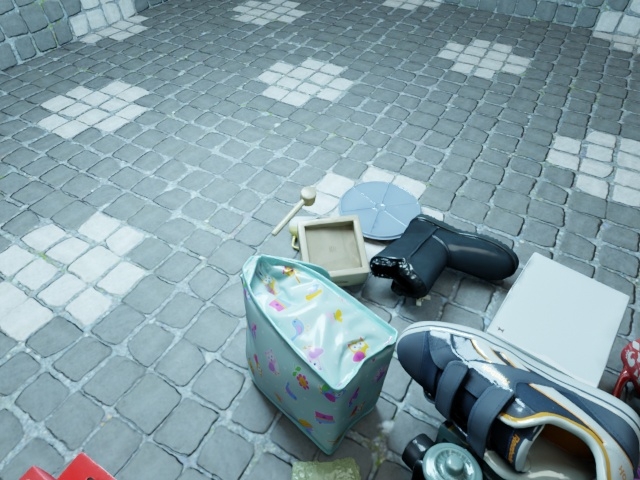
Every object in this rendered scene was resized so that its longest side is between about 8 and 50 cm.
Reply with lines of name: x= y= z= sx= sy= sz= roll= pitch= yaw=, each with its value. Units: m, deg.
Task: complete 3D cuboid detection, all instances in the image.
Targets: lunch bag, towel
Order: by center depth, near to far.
towel: x=0.008 y=0.391 z=0.605 sx=0.110 sy=0.027 sz=0.148 roll=-3 pitch=48 yaw=-1
lunch bag: x=-0.028 y=0.165 z=0.683 sx=0.160 sy=0.223 sz=0.262 roll=-32 pitch=53 yaw=-33

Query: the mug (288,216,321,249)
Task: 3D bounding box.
mug: x=-0.040 y=-0.024 z=0.972 sx=0.064 sy=0.062 sz=0.078 roll=10 pitch=40 yaw=20

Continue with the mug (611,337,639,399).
mug: x=0.549 y=0.244 z=0.682 sx=0.151 sy=0.113 sz=0.169 roll=1 pitch=39 yaw=7

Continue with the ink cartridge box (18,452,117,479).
ink cartridge box: x=-0.382 y=0.403 z=0.559 sx=0.134 sy=0.077 sz=0.231 roll=24 pitch=51 yaw=21

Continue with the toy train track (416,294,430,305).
toy train track: x=0.205 y=0.098 z=0.887 sx=0.048 sy=0.014 sz=0.083 roll=7 pitch=47 yaw=6

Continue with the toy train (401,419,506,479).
toy train: x=0.268 y=0.361 z=0.547 sx=0.191 sy=0.142 sz=0.334 roll=-18 pitch=35 yaw=-33

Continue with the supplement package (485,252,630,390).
supplement package: x=0.349 y=0.172 z=0.689 sx=0.149 sy=0.203 sz=0.194 roll=30 pitch=54 yaw=25

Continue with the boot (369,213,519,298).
boot: x=0.245 y=0.055 z=0.855 sx=0.247 sy=0.094 sz=0.207 roll=27 pitch=46 yaw=22

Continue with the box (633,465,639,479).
box: x=0.445 y=0.380 z=0.613 sx=0.162 sy=0.029 sz=0.116 roll=14 pitch=49 yaw=15

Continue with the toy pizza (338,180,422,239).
toy pizza: x=0.143 y=-0.071 z=1.033 sx=0.202 sy=0.032 sz=0.201 roll=0 pitch=48 yaw=0

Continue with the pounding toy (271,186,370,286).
pounding toy: x=-0.010 y=-0.004 z=0.898 sx=0.181 sy=0.094 sz=0.205 roll=-7 pitch=68 yaw=-6

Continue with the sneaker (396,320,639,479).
sneaker: x=0.227 y=0.211 z=0.562 sx=0.322 sy=0.126 sz=0.128 roll=17 pitch=33 yaw=35
